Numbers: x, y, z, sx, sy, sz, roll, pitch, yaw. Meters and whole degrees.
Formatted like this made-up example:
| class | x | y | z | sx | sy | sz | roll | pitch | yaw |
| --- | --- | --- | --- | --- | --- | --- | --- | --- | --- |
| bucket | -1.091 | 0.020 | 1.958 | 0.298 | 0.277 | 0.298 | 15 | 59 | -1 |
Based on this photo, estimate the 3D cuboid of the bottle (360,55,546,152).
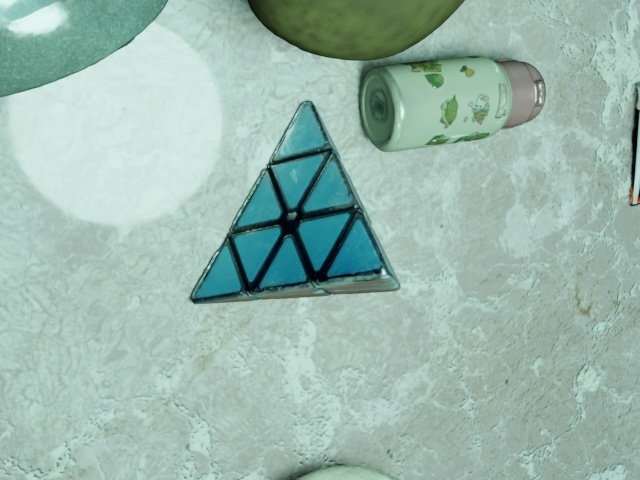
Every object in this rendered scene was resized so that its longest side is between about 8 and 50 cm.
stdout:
| class | x | y | z | sx | sy | sz | roll | pitch | yaw |
| --- | --- | --- | --- | --- | --- | --- | --- | --- | --- |
| bottle | 0.189 | -0.191 | 1.405 | 0.253 | 0.120 | 0.120 | -9 | 105 | -23 |

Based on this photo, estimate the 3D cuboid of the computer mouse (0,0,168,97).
| class | x | y | z | sx | sy | sz | roll | pitch | yaw |
| --- | --- | --- | --- | --- | --- | --- | --- | --- | --- |
| computer mouse | -0.320 | -0.280 | 1.161 | 0.374 | 0.114 | 0.203 | -34 | 112 | -15 |

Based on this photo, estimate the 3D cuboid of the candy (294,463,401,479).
| class | x | y | z | sx | sy | sz | roll | pitch | yaw |
| --- | --- | --- | --- | --- | --- | --- | --- | --- | --- |
| candy | 0.019 | 0.449 | 1.437 | 0.295 | 0.185 | 0.295 | -9 | 110 | -25 |

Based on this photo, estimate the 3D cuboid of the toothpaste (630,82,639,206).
| class | x | y | z | sx | sy | sz | roll | pitch | yaw |
| --- | --- | --- | --- | --- | --- | --- | --- | --- | --- |
| toothpaste | 0.512 | -0.148 | 1.601 | 0.071 | 0.045 | 0.193 | -13 | 113 | -12 |

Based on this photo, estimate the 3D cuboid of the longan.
| class | x | y | z | sx | sy | sz | roll | pitch | yaw |
| --- | --- | --- | --- | --- | --- | --- | --- | --- | --- |
| longan | 0.063 | -0.363 | 1.230 | 0.350 | 0.288 | 0.288 | -31 | 112 | -24 |

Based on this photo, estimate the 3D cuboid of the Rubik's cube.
| class | x | y | z | sx | sy | sz | roll | pitch | yaw |
| --- | --- | --- | --- | --- | --- | --- | --- | --- | --- |
| Rubik's cube | -0.001 | 0.002 | 1.348 | 0.229 | 0.233 | 0.228 | 30 | 133 | 8 |
